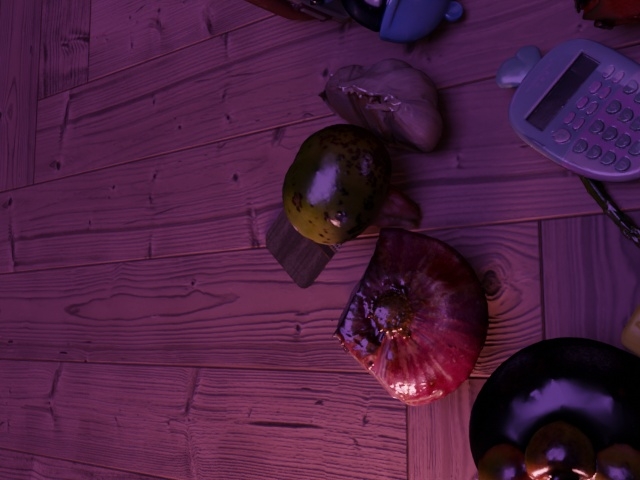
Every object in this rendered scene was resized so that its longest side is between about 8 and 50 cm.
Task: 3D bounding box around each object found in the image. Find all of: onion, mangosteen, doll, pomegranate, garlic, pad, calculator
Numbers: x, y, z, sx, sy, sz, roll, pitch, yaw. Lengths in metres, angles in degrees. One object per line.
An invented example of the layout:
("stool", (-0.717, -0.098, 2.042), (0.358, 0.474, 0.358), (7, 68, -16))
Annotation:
("onion", (0.151, 0.122, 1.180), (0.231, 0.272, 0.256), (27, 109, 12))
("mangosteen", (0.323, 0.267, 0.961), (0.275, 0.302, 0.274), (9, 111, 23))
("doll", (0.099, -0.448, 1.288), (0.314, 0.141, 0.177), (21, 82, 2))
("pomegranate", (0.062, -0.086, 1.286), (0.248, 0.214, 0.214), (22, 101, -5))
("garlic", (0.121, -0.247, 1.281), (0.229, 0.178, 0.142), (35, 84, 25))
("pad", (0.019, 0.007, 1.396), (0.250, 0.055, 0.323), (-54, 38, 20))
("calculator", (0.393, -0.201, 1.111), (0.299, 0.041, 0.185), (43, 98, 33))

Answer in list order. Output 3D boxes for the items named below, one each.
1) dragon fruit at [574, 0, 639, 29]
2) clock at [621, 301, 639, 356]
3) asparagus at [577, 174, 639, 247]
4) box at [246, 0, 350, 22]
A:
("dragon fruit", (0.438, -0.392, 1.027), (0.274, 0.193, 0.192), (-7, 76, 63))
("clock", (0.490, 0.074, 0.950), (0.096, 0.143, 0.202), (38, 108, 43))
("asparagus", (0.422, -0.065, 1.097), (0.034, 0.027, 0.236), (-37, 62, 16))
("box", (-0.037, -0.572, 1.433), (0.168, 0.193, 0.293), (9, 90, 45))
